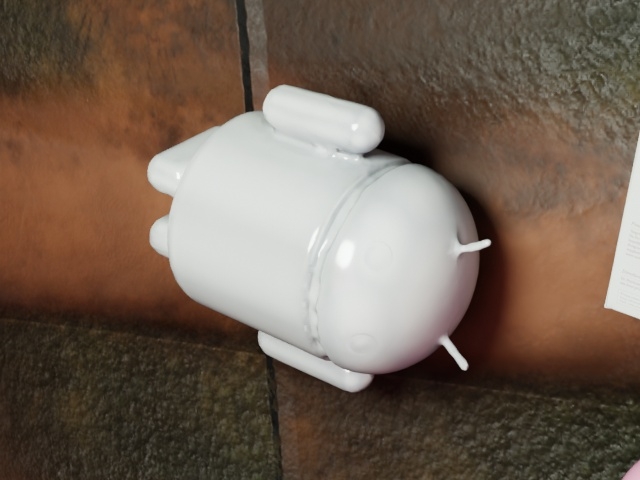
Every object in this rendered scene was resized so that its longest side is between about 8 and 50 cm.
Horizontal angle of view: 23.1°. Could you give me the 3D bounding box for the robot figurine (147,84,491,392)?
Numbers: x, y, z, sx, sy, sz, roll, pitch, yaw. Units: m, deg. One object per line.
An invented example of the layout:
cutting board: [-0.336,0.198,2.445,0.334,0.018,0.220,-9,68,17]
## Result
robot figurine: [0.000,0.000,1.460,0.353,0.200,0.300,23,129,31]

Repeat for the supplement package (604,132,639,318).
supplement package: [0.354,-0.026,1.214,0.194,0.149,0.203,20,113,32]

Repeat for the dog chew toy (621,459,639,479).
dog chew toy: [0.332,0.239,1.279,0.207,0.206,0.332,53,135,15]
